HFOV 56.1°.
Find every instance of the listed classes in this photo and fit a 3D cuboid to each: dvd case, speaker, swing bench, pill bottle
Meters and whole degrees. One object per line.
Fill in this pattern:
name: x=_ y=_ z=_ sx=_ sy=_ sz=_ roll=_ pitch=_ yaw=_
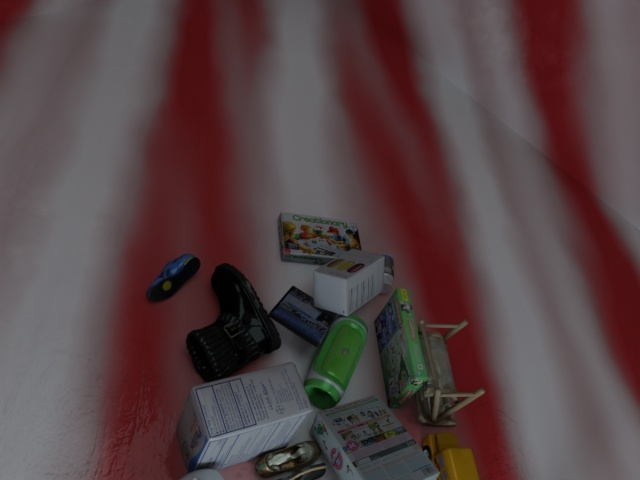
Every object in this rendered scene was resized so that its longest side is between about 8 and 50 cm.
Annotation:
dvd case: x=-0.053 y=0.238 z=1.932 sx=0.180 sy=0.022 sz=0.253 roll=32 pitch=20 yaw=4
speaker: x=0.051 y=0.370 z=1.872 sx=0.131 sy=0.131 sz=0.297 roll=29 pitch=47 yaw=2
swing bench: x=0.370 y=0.417 z=1.890 sx=0.165 sy=0.255 sz=0.253 roll=4 pitch=50 yaw=-12
pill bottle: x=0.229 y=0.121 z=2.191 sx=0.078 sy=0.078 sz=0.137 roll=15 pitch=48 yaw=-12

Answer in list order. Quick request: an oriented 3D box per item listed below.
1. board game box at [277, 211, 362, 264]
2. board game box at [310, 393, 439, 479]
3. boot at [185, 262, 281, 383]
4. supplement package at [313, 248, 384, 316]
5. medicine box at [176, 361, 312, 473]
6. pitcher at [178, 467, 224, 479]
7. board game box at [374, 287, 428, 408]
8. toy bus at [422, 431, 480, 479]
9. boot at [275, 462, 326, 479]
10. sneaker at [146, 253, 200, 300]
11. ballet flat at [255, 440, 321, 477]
board game box: x=0.000 y=0.000 z=2.210 sx=0.305 sy=0.053 sz=0.193 roll=7 pitch=50 yaw=-19
board game box: x=0.145 y=0.591 z=1.678 sx=0.223 sy=0.098 sz=0.303 roll=-6 pitch=38 yaw=-33
boot: x=-0.305 y=0.242 z=1.820 sx=0.260 sy=0.131 sz=0.348 roll=-21 pitch=63 yaw=-35
supplement package: x=0.098 y=0.136 z=2.020 sx=0.138 sy=0.134 sz=0.244 roll=12 pitch=24 yaw=32
medicine box: x=-0.205 y=0.471 z=1.579 sx=0.289 sy=0.264 sz=0.149 roll=-7 pitch=55 yaw=-29
pitcher: x=-0.331 y=0.627 z=1.455 sx=0.207 sy=0.178 sz=0.125 roll=-21 pitch=40 yaw=-34
board game box: x=0.250 y=0.343 z=1.920 sx=0.046 sy=0.214 sz=0.318 roll=7 pitch=50 yaw=-17
toy bus: x=0.392 y=0.715 z=1.726 sx=0.108 sy=0.130 sz=0.333 roll=7 pitch=50 yaw=-18
boot: x=-0.055 y=0.691 z=1.601 sx=0.197 sy=0.077 sz=0.137 roll=-19 pitch=65 yaw=-19
sneaker: x=-0.478 y=0.115 z=1.908 sx=0.082 sy=0.069 sz=0.209 roll=17 pitch=47 yaw=37
ballet flat: x=-0.078 y=0.601 z=1.660 sx=0.206 sy=0.067 sz=0.073 roll=-12 pitch=61 yaw=-31
